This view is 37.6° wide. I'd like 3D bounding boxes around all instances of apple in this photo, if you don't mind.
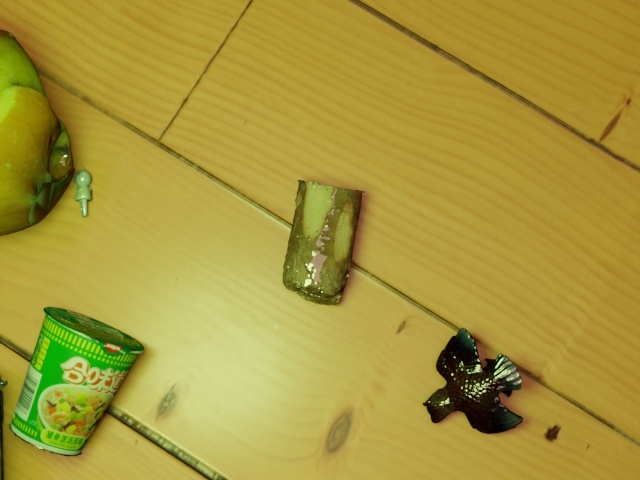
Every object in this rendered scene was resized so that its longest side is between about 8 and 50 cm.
[{"bbox_3d":[-0.628,-0.197,1.744,0.374,0.374,0.384,26,98,4],"label":"apple"}]

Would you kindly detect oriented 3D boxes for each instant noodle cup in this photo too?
[{"bbox_3d":[-0.469,0.269,1.761,0.207,0.207,0.233,25,88,4],"label":"instant noodle cup"}]

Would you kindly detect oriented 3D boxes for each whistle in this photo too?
[{"bbox_3d":[-0.477,-0.097,1.892,0.035,0.035,0.100,-4,82,-1],"label":"whistle"}]

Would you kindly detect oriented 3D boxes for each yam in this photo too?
[{"bbox_3d":[0.001,0.000,1.837,0.128,0.129,0.238,17,80,-33],"label":"yam"}]

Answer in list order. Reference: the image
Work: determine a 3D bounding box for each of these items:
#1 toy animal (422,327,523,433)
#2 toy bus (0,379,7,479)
[{"bbox_3d":[0.285,0.285,1.794,0.179,0.116,0.218,-29,89,-6],"label":"toy animal"},{"bbox_3d":[-0.656,0.412,1.707,0.177,0.202,0.365,-2,79,-19],"label":"toy bus"}]
